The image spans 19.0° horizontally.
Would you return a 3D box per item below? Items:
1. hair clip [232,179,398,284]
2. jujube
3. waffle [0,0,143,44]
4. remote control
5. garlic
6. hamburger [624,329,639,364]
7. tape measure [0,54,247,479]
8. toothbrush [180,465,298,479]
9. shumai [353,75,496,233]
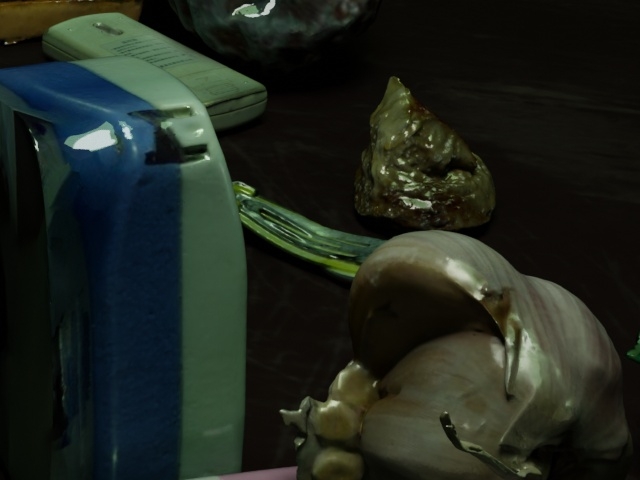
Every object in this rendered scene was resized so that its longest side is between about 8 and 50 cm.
[{"bbox_3d":[0.000,0.000,1.500,0.188,0.033,0.060,22,34,22],"label":"hair clip"},{"bbox_3d":[-0.058,-0.287,1.848,0.226,0.226,0.317,-1,23,-13],"label":"jujube"},{"bbox_3d":[-0.328,-0.301,1.935,0.224,0.098,0.327,-10,31,-25],"label":"waffle"},{"bbox_3d":[-0.153,-0.156,1.757,0.098,0.038,0.233,-18,36,-39],"label":"remote control"},{"bbox_3d":[0.065,0.113,1.128,0.207,0.207,0.256,17,18,19],"label":"garlic"},{"bbox_3d":[0.303,0.094,1.295,0.235,0.125,0.214,-10,26,-35],"label":"hamburger"},{"bbox_3d":[-0.146,0.017,1.211,0.138,0.259,0.262,-6,22,-25],"label":"tape measure"},{"bbox_3d":[-0.047,0.151,1.172,0.286,0.025,0.020,0,65,-36],"label":"toothbrush"},{"bbox_3d":[0.088,-0.059,1.580,0.123,0.105,0.139,16,54,10],"label":"shumai"}]
